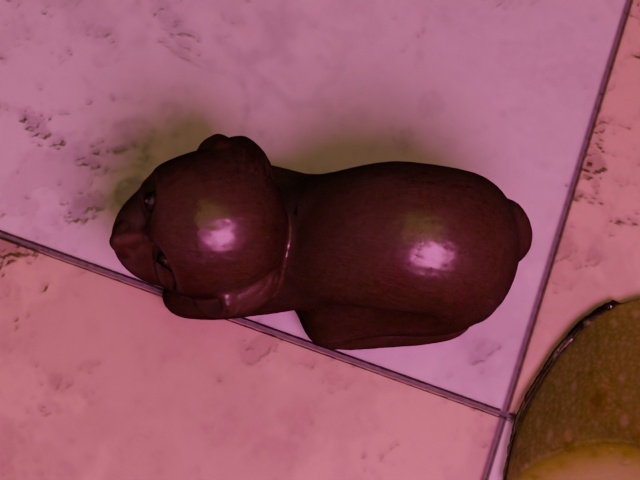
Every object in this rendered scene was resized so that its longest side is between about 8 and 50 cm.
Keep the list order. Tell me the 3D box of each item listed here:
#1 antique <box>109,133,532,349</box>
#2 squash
[{"bbox_3d":[0.000,0.000,0.799,0.256,0.143,0.121,10,78,-1],"label":"antique"},{"bbox_3d":[0.234,0.119,0.821,0.192,0.085,0.184,25,76,-1],"label":"squash"}]
